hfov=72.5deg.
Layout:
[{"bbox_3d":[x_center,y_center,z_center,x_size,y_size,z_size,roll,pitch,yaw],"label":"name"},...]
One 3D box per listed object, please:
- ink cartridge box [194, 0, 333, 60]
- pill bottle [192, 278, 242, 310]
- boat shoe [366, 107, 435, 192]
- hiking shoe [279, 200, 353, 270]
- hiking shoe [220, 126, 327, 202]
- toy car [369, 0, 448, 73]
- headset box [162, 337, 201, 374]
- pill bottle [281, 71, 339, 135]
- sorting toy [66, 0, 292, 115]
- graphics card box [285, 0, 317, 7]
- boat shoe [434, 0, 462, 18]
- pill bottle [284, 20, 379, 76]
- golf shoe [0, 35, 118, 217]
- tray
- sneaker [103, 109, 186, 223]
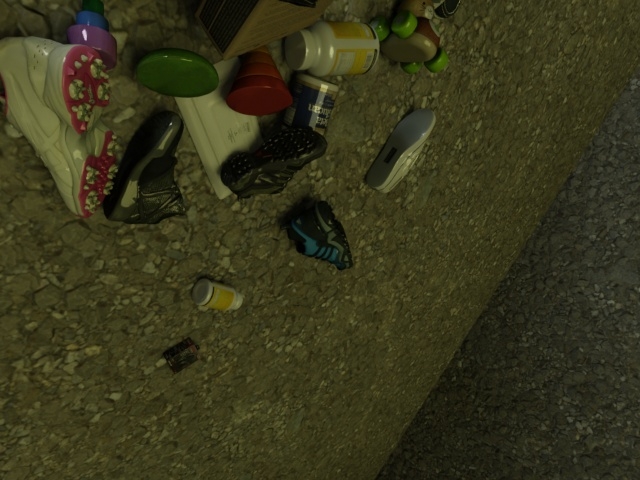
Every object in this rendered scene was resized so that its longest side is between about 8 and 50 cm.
[{"bbox_3d":[-0.054,-0.398,0.674,0.234,0.193,0.088,-43,103,-36],"label":"ink cartridge box"},{"bbox_3d":[-0.246,0.135,1.058,0.116,0.065,0.065,26,99,-49],"label":"pill bottle"},{"bbox_3d":[0.229,-0.245,1.215,0.258,0.095,0.084,-49,146,14],"label":"boat shoe"},{"bbox_3d":[0.000,0.000,1.186,0.132,0.113,0.304,-19,146,9],"label":"hiking shoe"},{"bbox_3d":[-0.090,-0.155,0.914,0.227,0.086,0.114,-21,155,2],"label":"hiking shoe"},{"bbox_3d":[0.224,-0.501,0.978,0.155,0.149,0.188,25,89,-39],"label":"toy car"},{"bbox_3d":[-0.346,0.290,1.106,0.083,0.032,0.062,-29,135,-23],"label":"headset box"},{"bbox_3d":[-0.029,-0.263,0.940,0.094,0.094,0.169,-2,120,-43],"label":"pill bottle"},{"bbox_3d":[-0.211,-0.315,0.726,0.365,0.127,0.126,3,81,-37],"label":"sorting toy"},{"bbox_3d":[-0.158,-0.427,0.488,0.094,0.371,0.233,-37,145,-57],"label":"graphics card box"},{"bbox_3d":[0.321,-0.658,0.976,0.114,0.091,0.302,-23,132,-30],"label":"boat shoe"},{"bbox_3d":[0.023,-0.389,0.888,0.184,0.103,0.103,-17,130,-34],"label":"pill bottle"},{"bbox_3d":[-0.398,-0.166,0.671,0.140,0.115,0.306,17,133,-4],"label":"golf shoe"},{"bbox_3d":[-0.183,-0.214,0.882,0.145,0.030,0.270,-35,138,-21],"label":"tray"},{"bbox_3d":[-0.292,-0.124,0.806,0.130,0.087,0.227,15,111,-50],"label":"sneaker"}]
